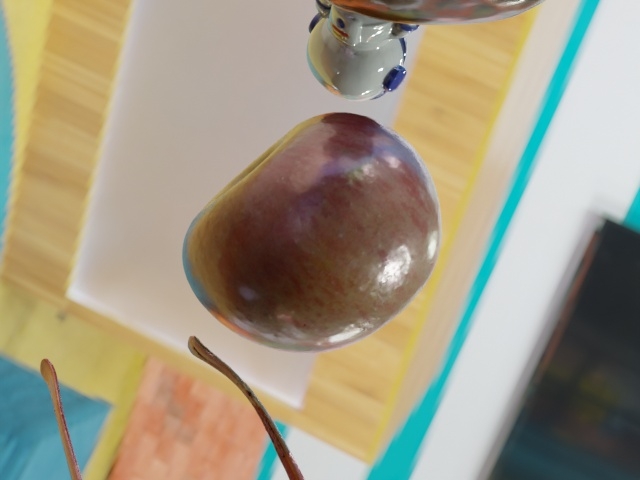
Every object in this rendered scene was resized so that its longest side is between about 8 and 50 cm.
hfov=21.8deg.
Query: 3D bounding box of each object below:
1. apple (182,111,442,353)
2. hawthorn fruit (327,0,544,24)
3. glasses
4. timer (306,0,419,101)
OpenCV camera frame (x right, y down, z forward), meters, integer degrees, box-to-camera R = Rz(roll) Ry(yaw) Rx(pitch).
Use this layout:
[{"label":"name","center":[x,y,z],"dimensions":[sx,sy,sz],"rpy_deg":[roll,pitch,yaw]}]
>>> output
[{"label":"apple","center":[0.000,0.000,2.181],"dimensions":[0.345,0.269,0.345],"rpy_deg":[-42,-173,7]},{"label":"hawthorn fruit","center":[0.106,-0.345,1.598],"dimensions":[0.324,0.308,0.308],"rpy_deg":[-35,179,23]},{"label":"glasses","center":[-0.123,0.192,1.484],"dimensions":[0.234,0.268,0.118],"rpy_deg":[-9,154,-36]},{"label":"timer","center":[0.070,-0.336,2.159],"dimensions":[0.270,0.270,0.383],"rpy_deg":[-54,168,-38]}]
